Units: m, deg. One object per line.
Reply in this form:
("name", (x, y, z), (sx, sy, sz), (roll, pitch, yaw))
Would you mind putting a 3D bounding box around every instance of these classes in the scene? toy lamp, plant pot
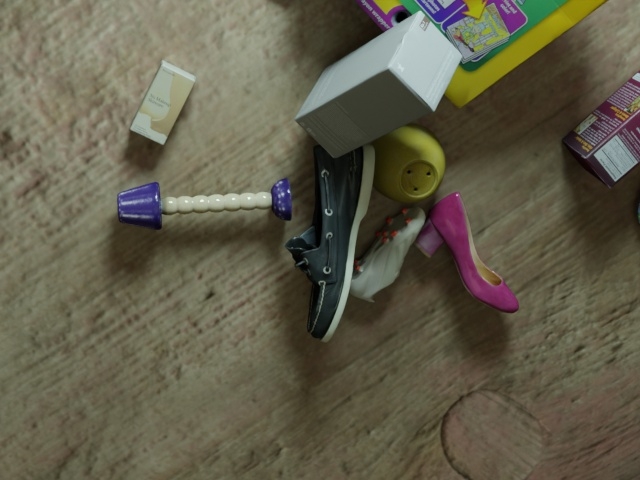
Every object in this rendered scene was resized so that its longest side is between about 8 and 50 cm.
("toy lamp", (-0.186, -0.061, 1.474), (0.275, 0.080, 0.080), (-5, 113, -10))
("plant pot", (0.148, -0.114, 1.494), (0.134, 0.095, 0.134), (-3, 113, -8))

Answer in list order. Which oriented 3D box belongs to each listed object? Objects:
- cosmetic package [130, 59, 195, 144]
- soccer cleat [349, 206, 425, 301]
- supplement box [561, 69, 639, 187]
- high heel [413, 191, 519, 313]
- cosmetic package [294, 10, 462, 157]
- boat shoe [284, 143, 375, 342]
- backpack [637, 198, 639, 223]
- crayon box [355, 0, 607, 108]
("cosmetic package", (-0.244, -0.214, 1.418), (0.060, 0.041, 0.115), (24, 107, -17))
("soccer cleat", (0.120, 0.023, 1.566), (0.076, 0.068, 0.196), (33, 111, -23))
("supplement box", (0.510, -0.189, 1.517), (0.188, 0.104, 0.081), (-42, 113, 10))
("high heel", (0.278, 0.024, 1.581), (0.244, 0.082, 0.117), (40, 112, -8))
("cosmetic package", (0.081, -0.225, 1.352), (0.107, 0.238, 0.127), (43, 59, -23))
("boat shoe", (0.001, 0.001, 1.502), (0.113, 0.127, 0.340), (9, 109, -12))
("backpack", (0.652, -0.057, 1.589), (0.173, 0.117, 0.158), (13, 109, -11))
("crayon box", (0.208, -0.417, 1.315), (0.313, 0.106, 0.363), (-36, 119, 25))
